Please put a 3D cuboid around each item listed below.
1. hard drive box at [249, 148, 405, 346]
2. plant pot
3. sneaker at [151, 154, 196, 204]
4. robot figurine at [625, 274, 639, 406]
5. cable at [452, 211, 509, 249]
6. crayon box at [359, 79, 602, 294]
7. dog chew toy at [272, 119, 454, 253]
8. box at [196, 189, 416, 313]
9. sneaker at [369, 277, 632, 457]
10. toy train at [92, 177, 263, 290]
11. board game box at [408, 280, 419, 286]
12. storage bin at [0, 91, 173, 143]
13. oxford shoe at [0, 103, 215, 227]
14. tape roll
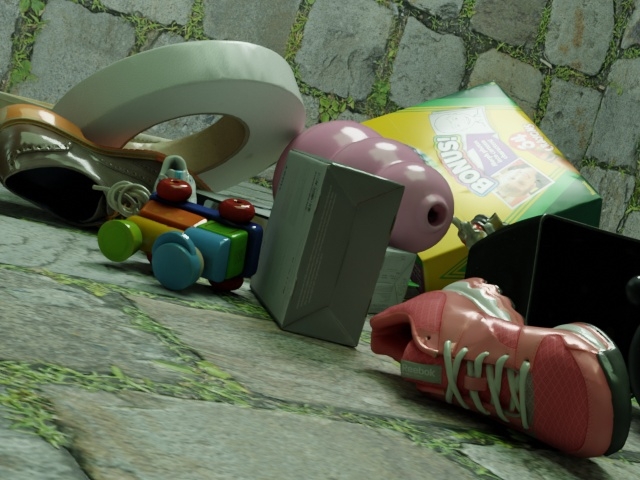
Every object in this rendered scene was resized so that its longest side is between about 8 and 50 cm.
[{"bbox_3d":[0.000,0.000,1.282,0.089,0.181,0.232,15,6,-14],"label":"hard drive box"},{"bbox_3d":[0.269,0.079,1.380,0.188,0.188,0.167,13,-7,-29],"label":"plant pot"},{"bbox_3d":[-0.186,-0.043,1.447,0.071,0.082,0.190,1,35,-16],"label":"sneaker"},{"bbox_3d":[0.432,0.137,1.241,0.174,0.209,0.278,-6,-5,27],"label":"robot figurine"},{"bbox_3d":[0.284,0.065,1.647,0.287,0.072,0.139,54,-11,-20],"label":"cable"},{"bbox_3d":[0.235,-0.095,1.909,0.313,0.106,0.363,-18,44,-13],"label":"crayon box"},{"bbox_3d":[0.071,-0.064,1.681,0.207,0.206,0.332,13,5,-34],"label":"dog chew toy"},{"bbox_3d":[-0.038,0.014,1.550,0.290,0.087,0.169,19,6,29],"label":"box"},{"bbox_3d":[0.146,0.121,1.012,0.136,0.115,0.314,-7,14,-23],"label":"sneaker"},{"bbox_3d":[-0.204,-0.012,1.302,0.248,0.105,0.143,18,18,23],"label":"toy train"},{"bbox_3d":[0.016,0.039,1.751,0.259,0.039,0.124,16,4,37],"label":"board game box"},{"bbox_3d":[-0.441,-0.172,2.116,0.262,0.123,0.260,18,5,21],"label":"storage bin"},{"bbox_3d":[-0.285,-0.055,1.553,0.364,0.130,0.132,20,33,-34],"label":"oxford shoe"},{"bbox_3d":[-0.212,-0.163,1.705,0.392,0.072,0.392,-17,-19,-6],"label":"tape roll"}]
